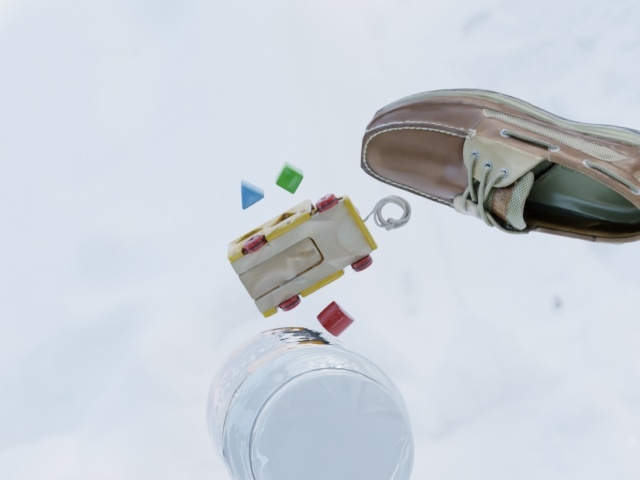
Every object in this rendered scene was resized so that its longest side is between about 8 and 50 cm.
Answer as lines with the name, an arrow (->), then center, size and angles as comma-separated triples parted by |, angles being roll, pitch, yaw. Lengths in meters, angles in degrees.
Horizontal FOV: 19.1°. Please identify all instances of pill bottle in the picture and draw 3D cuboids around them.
pill bottle -> -0.009, 0.163, 1.641 | 0.162, 0.162, 0.278 | -49, 8, -4

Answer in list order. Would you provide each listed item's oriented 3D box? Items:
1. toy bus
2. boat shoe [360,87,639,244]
toy bus -> -0.013, 0.001, 2.275 | 0.104, 0.202, 0.191 | -96, 22, -73
boat shoe -> 0.197, -0.069, 1.906 | 0.324, 0.122, 0.120 | 8, 33, 12
